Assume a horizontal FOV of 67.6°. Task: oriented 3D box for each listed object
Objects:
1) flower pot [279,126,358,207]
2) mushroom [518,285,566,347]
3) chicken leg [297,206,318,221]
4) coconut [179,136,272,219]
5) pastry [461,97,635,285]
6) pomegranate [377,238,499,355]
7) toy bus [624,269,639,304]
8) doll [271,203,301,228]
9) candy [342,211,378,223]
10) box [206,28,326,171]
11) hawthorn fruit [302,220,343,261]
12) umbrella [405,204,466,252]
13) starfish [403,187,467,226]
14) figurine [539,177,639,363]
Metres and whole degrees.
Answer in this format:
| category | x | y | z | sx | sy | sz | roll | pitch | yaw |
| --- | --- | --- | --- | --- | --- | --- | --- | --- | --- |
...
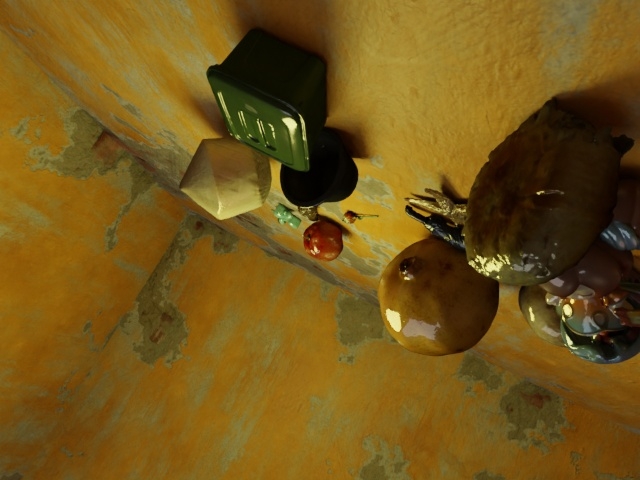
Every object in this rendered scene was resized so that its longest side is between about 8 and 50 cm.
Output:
| category | x | y | z | sx | sy | sz | roll | pitch | yaw |
| --- | --- | --- | --- | --- | --- | --- | --- | --- | --- |
| flower pot | 0.016 | -0.196 | 1.390 | 0.235 | 0.236 | 0.148 | 18 | -177 | 39 |
| mushroom | 0.712 | 0.204 | 1.419 | 0.254 | 0.184 | 0.255 | 21 | -161 | -7 |
| chicken leg | -0.047 | -0.124 | 2.046 | 0.084 | 0.069 | 0.198 | 0 | 166 | 13 |
| coconut | -0.342 | -0.222 | 1.709 | 0.328 | 0.329 | 0.329 | 27 | 166 | 7 |
| pastry | 0.382 | -0.071 | 0.869 | 0.136 | 0.330 | 0.329 | 21 | 168 | -11 |
| pomegranate | 0.385 | 0.177 | 1.614 | 0.416 | 0.417 | 0.417 | 27 | 166 | 7 |
| toy bus | 0.753 | 0.118 | 1.214 | 0.198 | 0.096 | 0.108 | 31 | 162 | -17 |
| doll | -0.169 | -0.116 | 2.305 | 0.159 | 0.059 | 0.158 | 18 | 163 | 44 |
| candy | 0.153 | -0.087 | 1.823 | 0.055 | 0.049 | 0.184 | 2 | 180 | -39 |
| box | -0.106 | -0.331 | 1.160 | 0.252 | 0.178 | 0.329 | 29 | 168 | 7 |
| hawthorn fruit | 0.000 | 0.000 | 2.098 | 0.200 | 0.179 | 0.179 | 9 | -177 | -43 |
| umbrella | 0.373 | -0.041 | 1.493 | 0.248 | 0.071 | 0.071 | 29 | 167 | 18 |
| starfish | 0.361 | -0.094 | 1.344 | 0.294 | 0.048 | 0.231 | 24 | 176 | 26 |
| figurine | 0.571 | 0.063 | 1.002 | 0.276 | 0.248 | 0.388 | 7 | 148 | 50 |
